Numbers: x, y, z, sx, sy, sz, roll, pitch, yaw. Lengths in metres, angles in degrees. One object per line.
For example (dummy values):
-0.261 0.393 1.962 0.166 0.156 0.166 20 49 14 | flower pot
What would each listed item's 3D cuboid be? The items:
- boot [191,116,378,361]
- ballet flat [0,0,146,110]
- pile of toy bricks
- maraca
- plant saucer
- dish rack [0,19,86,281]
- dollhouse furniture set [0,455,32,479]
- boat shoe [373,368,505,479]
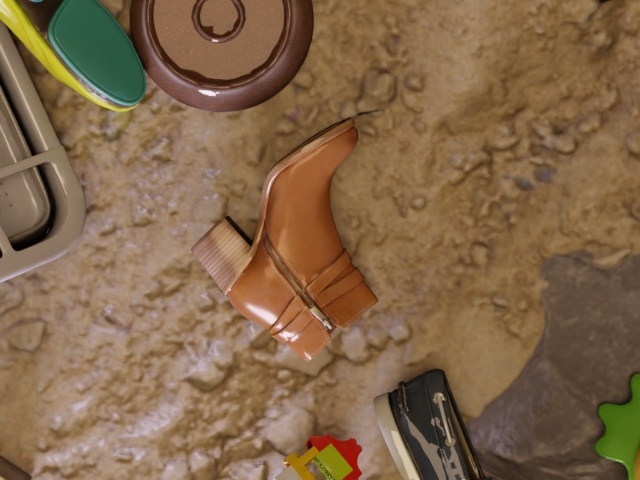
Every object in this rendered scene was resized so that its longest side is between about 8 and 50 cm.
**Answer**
0.000 0.000 0.966 0.152 0.073 0.197 45 105 -2 | boot
-0.246 -0.201 0.939 0.231 0.077 0.077 48 55 -32 | ballet flat
0.053 0.271 0.980 0.105 0.118 0.212 -35 76 -25 | pile of toy bricks
0.334 0.203 0.970 0.127 0.099 0.185 -42 67 1 | maraca
-0.090 -0.201 0.971 0.169 0.029 0.168 0 94 -1 | plant saucer
-0.382 -0.098 0.905 0.286 0.072 0.332 -26 95 -35 | dish rack
-0.381 0.258 0.966 0.161 0.101 0.182 34 93 -2 | dollhouse furniture set
0.139 0.237 0.974 0.079 0.095 0.254 -29 85 13 | boat shoe
